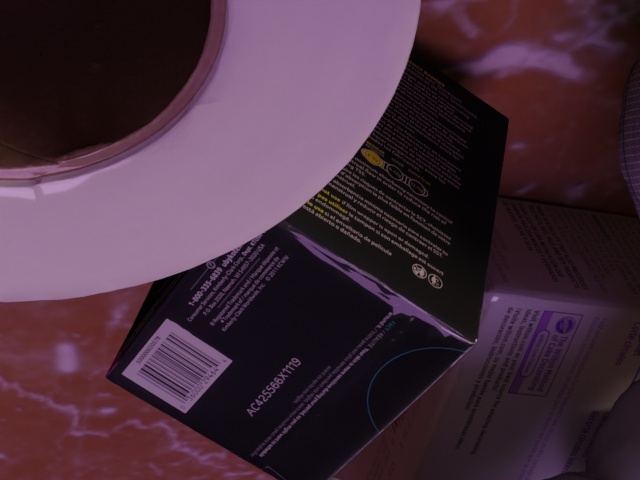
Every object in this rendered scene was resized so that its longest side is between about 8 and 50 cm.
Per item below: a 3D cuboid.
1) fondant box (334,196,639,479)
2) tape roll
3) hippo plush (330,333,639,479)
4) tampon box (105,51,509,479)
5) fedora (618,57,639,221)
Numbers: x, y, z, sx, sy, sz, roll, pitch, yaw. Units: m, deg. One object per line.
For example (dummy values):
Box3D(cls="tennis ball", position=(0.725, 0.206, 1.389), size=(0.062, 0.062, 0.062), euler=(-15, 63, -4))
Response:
Box3D(cls="fondant box", position=(0.190, 0.114, 0.776), size=(0.330, 0.096, 0.238), euler=(8, 122, -18))
Box3D(cls="tape roll", position=(-0.101, -0.121, 0.436), size=(0.246, 0.169, 0.246), euler=(-6, 138, -5))
Box3D(cls="hippo plush", position=(0.111, 0.135, 0.620), size=(0.236, 0.234, 0.294), euler=(-42, 148, -20))
Box3D(cls="tampon box", position=(0.000, 0.000, 0.582), size=(0.101, 0.161, 0.120), euler=(33, 126, -11))
Box3D(cls="fedora", position=(0.217, -0.033, 0.591), size=(0.124, 0.244, 0.275), euler=(-5, 166, 41))
